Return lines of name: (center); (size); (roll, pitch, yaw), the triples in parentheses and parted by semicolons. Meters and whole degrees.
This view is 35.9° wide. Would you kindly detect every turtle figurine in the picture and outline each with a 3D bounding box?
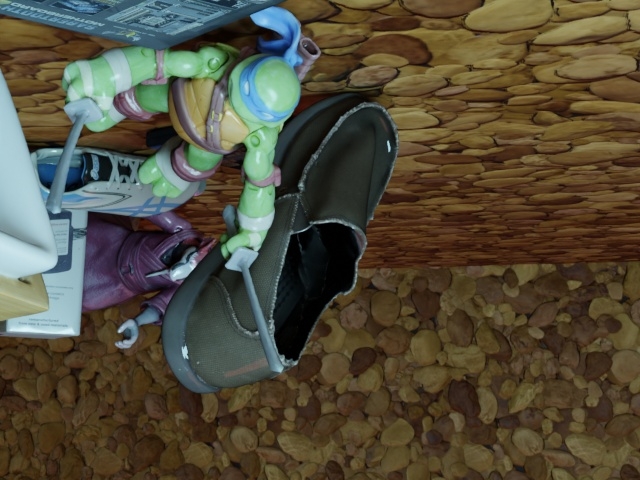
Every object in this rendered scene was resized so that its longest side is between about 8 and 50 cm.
turtle figurine: (-0.132, -0.064, 0.803); (0.198, 0.274, 0.266); (14, 178, -26)

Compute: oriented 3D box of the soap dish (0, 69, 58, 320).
soap dish: (-0.308, -0.071, 0.594); (0.118, 0.229, 0.291); (-33, 151, 15)

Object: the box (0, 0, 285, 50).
box: (-0.138, -0.178, 0.577); (0.233, 0.059, 0.183); (6, 170, -43)

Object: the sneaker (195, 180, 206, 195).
sneaker: (-0.218, -0.087, 1.362); (0.119, 0.047, 0.057); (10, 176, -20)

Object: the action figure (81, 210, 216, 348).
action figure: (-0.283, 0.048, 1.600); (0.370, 0.248, 0.276); (-2, 174, 33)

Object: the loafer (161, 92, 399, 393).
loafer: (0.000, 0.000, 0.928); (0.130, 0.366, 0.134); (2, 138, 36)

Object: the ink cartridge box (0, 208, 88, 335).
ink cartridge box: (-0.388, 0.014, 1.367); (0.100, 0.237, 0.172); (6, 171, -24)

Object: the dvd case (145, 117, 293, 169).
dvd case: (-0.062, -0.115, 1.217); (0.180, 0.022, 0.253); (-7, 170, 35)

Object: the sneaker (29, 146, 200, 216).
sneaker: (-0.266, -0.079, 1.263); (0.237, 0.085, 0.086); (-1, 166, -22)
